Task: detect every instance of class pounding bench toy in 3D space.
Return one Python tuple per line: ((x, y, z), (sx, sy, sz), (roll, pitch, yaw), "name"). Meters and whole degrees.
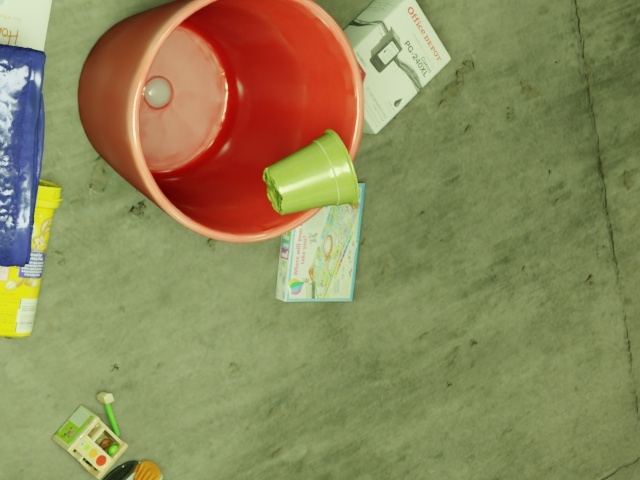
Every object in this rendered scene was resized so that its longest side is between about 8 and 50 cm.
((-0.257, 0.226, 1.601), (0.083, 0.052, 0.065), (-49, 121, -15), "pounding bench toy")

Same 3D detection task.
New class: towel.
((-0.432, -0.095, 1.356), (0.308, 0.076, 0.228), (5, 104, -15), "towel")

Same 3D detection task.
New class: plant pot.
((-0.130, -0.149, 1.492), (0.274, 0.243, 0.275), (-8, 104, -31), "plant pot")
((-0.014, -0.062, 1.398), (0.079, 0.083, 0.083), (-21, 111, -15), "plant pot")

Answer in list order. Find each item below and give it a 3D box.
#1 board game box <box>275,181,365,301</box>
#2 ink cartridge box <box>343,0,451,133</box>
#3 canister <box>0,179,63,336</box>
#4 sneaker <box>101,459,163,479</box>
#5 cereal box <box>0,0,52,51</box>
((0.000, 0.000, 1.736), (0.103, 0.026, 0.154), (2, 99, -33), "board game box")
((0.076, -0.225, 1.718), (0.150, 0.063, 0.109), (-46, 120, -17), "ink cartridge box")
((-0.358, 0.014, 1.482), (0.126, 0.073, 0.170), (8, 97, -33), "canister")
((-0.266, 0.386, 1.605), (0.262, 0.099, 0.121), (-39, 122, -19), "sneaker")
((-0.379, -0.203, 1.438), (0.173, 0.047, 0.240), (6, 96, -32), "cereal box")
